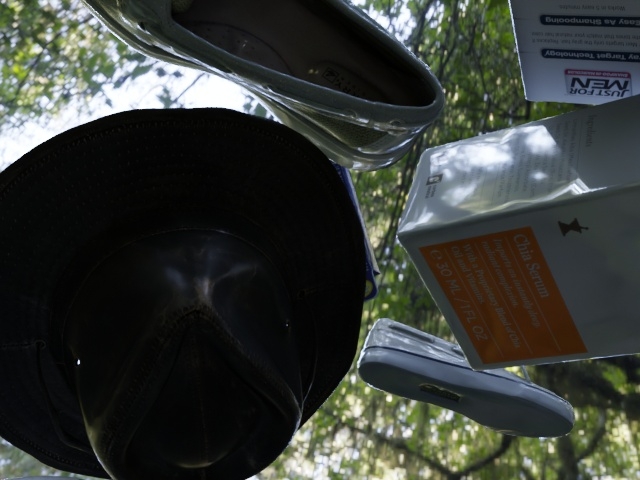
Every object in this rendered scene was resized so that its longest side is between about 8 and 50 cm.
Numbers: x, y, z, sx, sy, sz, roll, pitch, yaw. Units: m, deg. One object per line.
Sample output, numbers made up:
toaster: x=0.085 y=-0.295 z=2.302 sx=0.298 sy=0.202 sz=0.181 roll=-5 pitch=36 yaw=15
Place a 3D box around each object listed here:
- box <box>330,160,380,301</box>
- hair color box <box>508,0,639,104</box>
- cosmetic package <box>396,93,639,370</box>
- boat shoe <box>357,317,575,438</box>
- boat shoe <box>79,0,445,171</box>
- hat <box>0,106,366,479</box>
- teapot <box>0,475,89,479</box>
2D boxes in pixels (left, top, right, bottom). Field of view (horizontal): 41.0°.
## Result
box: x=0.000 y=0.000 z=1.218 sx=0.136 sy=0.225 sz=0.036 roll=-22 pitch=-22 yaw=19
hair color box: x=0.276 y=-0.294 z=0.839 sx=0.174 sy=0.105 sz=0.347 roll=11 pitch=-36 yaw=30
cosmetic package: x=0.337 y=-0.015 z=0.887 sx=0.453 sy=0.161 sz=0.230 roll=-13 pitch=-54 yaw=31
boat shoe: x=0.254 y=0.212 z=1.445 sx=0.367 sy=0.156 sz=0.136 roll=16 pitch=-37 yaw=6
boat shoe: x=-0.055 y=-0.168 z=0.618 sx=0.320 sy=0.118 sz=0.103 roll=36 pitch=-18 yaw=-4
hat: x=-0.096 y=0.081 z=0.585 sx=0.331 sy=0.134 sz=0.331 roll=-7 pitch=-59 yaw=-12
teapot: x=-0.153 y=0.269 z=0.460 sx=0.256 sy=0.187 sz=0.252 roll=-31 pitch=-51 yaw=-17
